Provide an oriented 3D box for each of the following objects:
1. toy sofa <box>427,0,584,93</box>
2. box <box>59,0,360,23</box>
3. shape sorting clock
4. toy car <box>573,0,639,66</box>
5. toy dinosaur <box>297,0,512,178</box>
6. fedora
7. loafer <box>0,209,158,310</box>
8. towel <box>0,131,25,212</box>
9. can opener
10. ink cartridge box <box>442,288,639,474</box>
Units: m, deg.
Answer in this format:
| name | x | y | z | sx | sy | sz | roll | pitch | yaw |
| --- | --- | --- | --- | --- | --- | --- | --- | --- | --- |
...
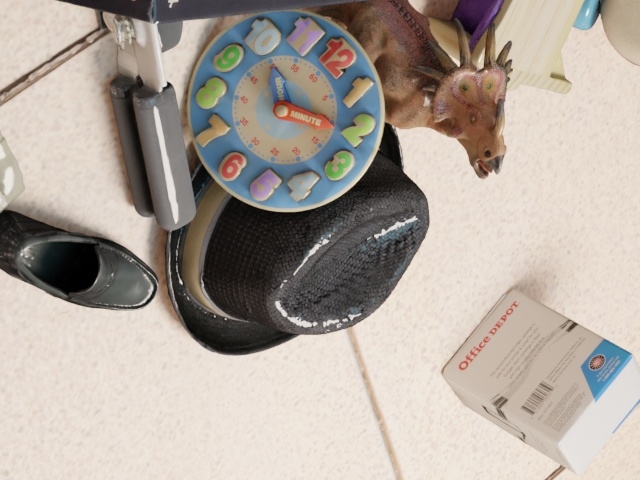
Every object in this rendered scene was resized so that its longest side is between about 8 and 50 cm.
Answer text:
| name | x | y | z | sx | sy | sz | roll | pitch | yaw |
| --- | --- | --- | --- | --- | --- | --- | --- | --- | --- |
| toy sofa | 0.240 | -0.350 | 2.066 | 0.177 | 0.150 | 0.363 | 5 | 115 | -46 |
| box | -0.083 | -0.372 | 1.716 | 0.343 | 0.179 | 0.313 | -13 | 112 | -47 |
| shape sorting clock | -0.037 | -0.131 | 1.933 | 0.040 | 0.206 | 0.206 | -18 | 131 | -78 |
| toy car | 0.432 | -0.307 | 2.301 | 0.210 | 0.219 | 0.238 | -70 | 164 | 10 |
| toy dinosaur | 0.086 | -0.190 | 1.955 | 0.295 | 0.200 | 0.127 | 43 | 66 | -2 |
| fedora | 0.000 | 0.000 | 2.055 | 0.334 | 0.152 | 0.334 | -21 | 125 | -34 |
| loafer | -0.240 | 0.030 | 1.902 | 0.223 | 0.078 | 0.076 | 24 | 95 | -47 |
| towel | -0.411 | -0.056 | 1.675 | 0.324 | 0.056 | 0.312 | -50 | 137 | -28 |
| can opener | -0.160 | -0.143 | 1.889 | 0.093 | 0.074 | 0.280 | -26 | 127 | -32 |
| ink cartridge box | 0.277 | 0.172 | 2.365 | 0.148 | 0.203 | 0.086 | -49 | 137 | -12 |
